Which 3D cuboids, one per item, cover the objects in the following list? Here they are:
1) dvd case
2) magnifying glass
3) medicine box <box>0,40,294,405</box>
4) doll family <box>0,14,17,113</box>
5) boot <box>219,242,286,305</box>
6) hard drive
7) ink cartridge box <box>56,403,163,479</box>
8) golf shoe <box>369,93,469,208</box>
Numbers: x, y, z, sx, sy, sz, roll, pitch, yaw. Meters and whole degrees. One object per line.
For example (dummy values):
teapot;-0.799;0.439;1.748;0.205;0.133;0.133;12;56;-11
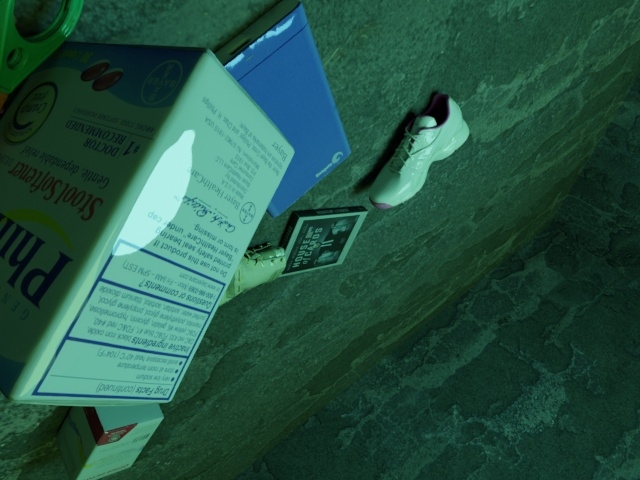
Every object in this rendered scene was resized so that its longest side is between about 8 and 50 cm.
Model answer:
dvd case;0.000;0.000;1.003;0.238;0.029;0.179;-9;134;-44
magnifying glass;-0.293;-0.164;0.376;0.231;0.026;0.092;-59;-172;4
medicine box;-0.217;-0.032;0.411;0.290;0.263;0.149;-65;148;-10
doll family;-0.372;-0.154;0.303;0.262;0.118;0.163;-19;143;-39
boot;-0.146;0.035;0.831;0.165;0.077;0.213;-20;146;-34
hard drive;-0.068;-0.193;0.685;0.210;0.040;0.319;-41;148;-6
ink cartridge box;-0.445;0.392;0.854;0.128;0.127;0.176;11;119;-54
golf shoe;0.213;-0.210;0.944;0.306;0.115;0.140;-47;139;-8
